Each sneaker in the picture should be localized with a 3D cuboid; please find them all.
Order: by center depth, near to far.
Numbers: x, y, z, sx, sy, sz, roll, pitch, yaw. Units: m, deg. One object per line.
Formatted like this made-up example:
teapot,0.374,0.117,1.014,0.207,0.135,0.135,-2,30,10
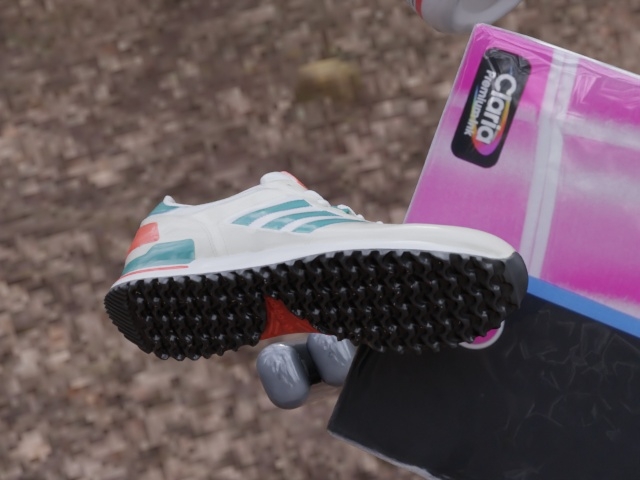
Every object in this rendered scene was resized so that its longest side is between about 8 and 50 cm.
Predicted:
sneaker,0.000,0.000,0.738,0.161,0.057,0.075,-5,45,18

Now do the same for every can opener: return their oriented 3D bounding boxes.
can opener,0.004,0.069,1.373,0.074,0.093,0.280,-26,-1,8

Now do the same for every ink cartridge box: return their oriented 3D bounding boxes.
ink cartridge box,0.200,0.061,0.725,0.371,0.175,0.069,22,7,16

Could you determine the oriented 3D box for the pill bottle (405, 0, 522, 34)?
pill bottle,0.035,-0.175,0.888,0.087,0.087,0.160,-28,67,-34
